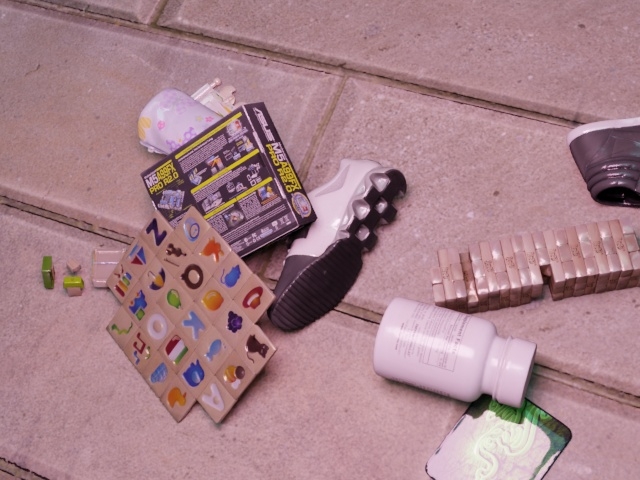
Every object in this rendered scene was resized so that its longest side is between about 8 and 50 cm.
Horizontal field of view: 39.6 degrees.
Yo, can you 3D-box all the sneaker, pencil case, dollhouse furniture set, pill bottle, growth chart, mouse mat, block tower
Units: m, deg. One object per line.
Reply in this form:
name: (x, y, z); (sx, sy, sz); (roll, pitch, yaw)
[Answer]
sneaker: (0.000, 0.000, 1.515); (0.146, 0.122, 0.330); (27, 75, 40)
pencil case: (-0.201, -0.167, 1.595); (0.273, 0.113, 0.124); (32, 70, 22)
dollhouse furniture set: (-0.426, 0.060, 1.618); (0.152, 0.058, 0.076); (-1, 57, -9)
sneaker: (0.563, -0.134, 1.451); (0.296, 0.104, 0.146); (-10, 66, 14)
pill bottle: (0.207, 0.175, 1.368); (0.229, 0.131, 0.131); (14, 70, 18)
growth chart: (-0.199, -0.195, 1.684); (0.172, 0.021, 0.237); (-32, 64, -4)
mouse mat: (0.271, 0.322, 1.360); (0.153, 0.007, 0.189); (34, 76, 23)
block tower: (0.345, 0.045, 1.419); (0.336, 0.097, 0.090); (-10, 65, 6)

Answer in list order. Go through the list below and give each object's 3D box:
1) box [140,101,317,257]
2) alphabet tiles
box: (-0.158, -0.075, 1.486); (0.270, 0.060, 0.216); (-28, 85, 35)
alphabet tiles: (-0.223, 0.122, 1.481); (0.342, 0.011, 0.285); (46, 110, 25)
